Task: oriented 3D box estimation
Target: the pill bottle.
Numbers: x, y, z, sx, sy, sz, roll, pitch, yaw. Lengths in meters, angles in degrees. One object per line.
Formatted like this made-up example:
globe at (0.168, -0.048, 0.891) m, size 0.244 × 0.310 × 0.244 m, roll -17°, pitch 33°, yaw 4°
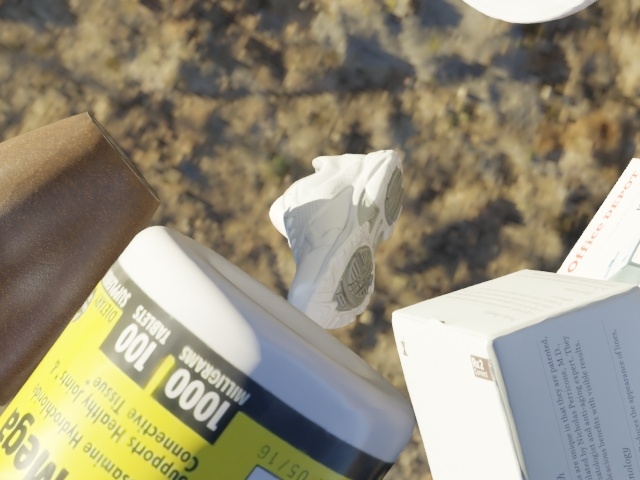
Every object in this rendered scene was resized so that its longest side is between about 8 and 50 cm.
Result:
pill bottle at (-0.115, 0.174, 0.945) m, size 0.188 × 0.334 × 0.188 m, roll 36°, pitch -179°, yaw -1°

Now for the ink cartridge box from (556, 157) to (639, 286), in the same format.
ink cartridge box at (0.298, 0.017, 1.430) m, size 0.082 × 0.139 × 0.191 m, roll 37°, pitch 172°, yaw -26°

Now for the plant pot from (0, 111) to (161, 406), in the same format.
plant pot at (-0.267, -0.005, 1.577) m, size 0.230 × 0.215 × 0.215 m, roll -39°, pitch 116°, yaw -1°

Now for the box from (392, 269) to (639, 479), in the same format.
box at (0.150, 0.124, 1.200) m, size 0.181 × 0.119 × 0.182 m, roll -171°, pitch 65°, yaw -72°

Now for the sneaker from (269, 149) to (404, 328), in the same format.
sneaker at (0.000, 0.000, 1.649) m, size 0.115 × 0.232 × 0.090 m, roll 5°, pitch 129°, yaw 19°

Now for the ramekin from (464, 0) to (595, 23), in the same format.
ramekin at (0.228, -0.352, 1.686) m, size 0.273 × 0.127 × 0.273 m, roll 16°, pitch 115°, yaw 39°
